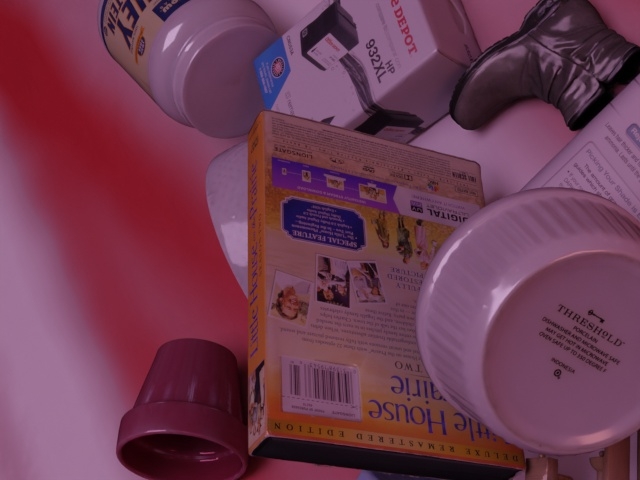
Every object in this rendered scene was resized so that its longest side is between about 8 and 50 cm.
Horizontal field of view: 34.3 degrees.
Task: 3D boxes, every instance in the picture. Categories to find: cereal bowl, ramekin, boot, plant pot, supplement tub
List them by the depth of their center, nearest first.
[{"bbox_3d":[0.239,0.090,1.035,0.272,0.273,0.127,-61,17,11],"label":"ramekin"},{"bbox_3d":[0.285,-0.197,1.336,0.246,0.083,0.161,-46,56,26],"label":"boot"},{"bbox_3d":[0.000,0.000,1.379,0.141,0.339,0.339,-28,58,18],"label":"cereal bowl"},{"bbox_3d":[-0.201,0.259,1.595,0.201,0.201,0.180,-27,43,36],"label":"plant pot"},{"bbox_3d":[-0.214,-0.333,1.747,0.325,0.235,0.235,45,109,42],"label":"supplement tub"}]

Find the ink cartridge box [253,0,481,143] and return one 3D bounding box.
[{"bbox_3d":[0.066,-0.251,1.525,0.307,0.129,0.223,-35,55,31],"label":"ink cartridge box"}]

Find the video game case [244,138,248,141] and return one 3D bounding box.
[{"bbox_3d":[-0.079,-0.105,1.696,0.201,0.023,0.183,-34,56,33],"label":"video game case"}]

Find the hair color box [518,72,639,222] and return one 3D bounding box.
[{"bbox_3d":[0.383,-0.066,1.172,0.374,0.114,0.185,-47,50,24],"label":"hair color box"}]

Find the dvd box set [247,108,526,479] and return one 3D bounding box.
[{"bbox_3d":[0.066,0.059,1.190,0.062,0.308,0.420,128,146,-50],"label":"dvd box set"}]

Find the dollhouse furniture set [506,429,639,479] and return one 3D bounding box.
[{"bbox_3d":[0.291,0.242,1.162,0.151,0.144,0.123,-21,58,55],"label":"dollhouse furniture set"}]

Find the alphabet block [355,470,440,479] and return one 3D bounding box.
[{"bbox_3d":[0.115,0.406,1.226,0.192,0.193,0.197,40,106,45],"label":"alphabet block"}]
